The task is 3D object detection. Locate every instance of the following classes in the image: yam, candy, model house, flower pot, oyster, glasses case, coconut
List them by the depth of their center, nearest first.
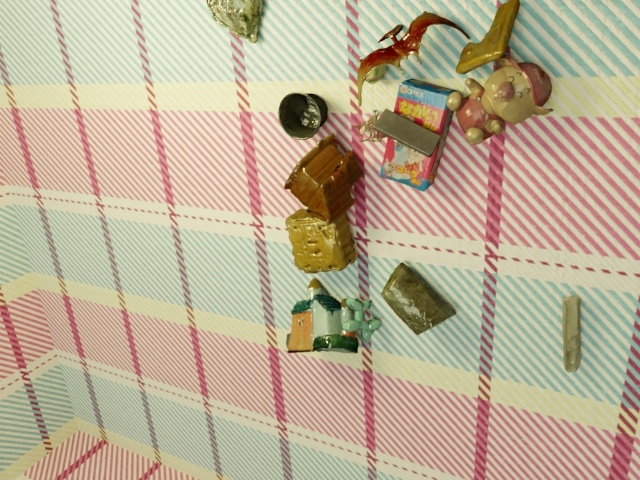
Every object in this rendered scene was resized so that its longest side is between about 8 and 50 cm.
[{"bbox_3d":[0.251,-0.310,1.592,0.191,0.042,0.072,31,82,15],"label":"glasses case"},{"bbox_3d":[0.294,-0.318,1.662,0.157,0.100,0.305,22,122,22],"label":"candy"},{"bbox_3d":[0.156,-0.515,1.664,0.083,0.082,0.081,1,108,5],"label":"coconut"},{"bbox_3d":[-0.281,-0.791,1.789,0.199,0.112,0.267,9,109,3],"label":"oyster"},{"bbox_3d":[-0.049,-0.418,1.811,0.158,0.107,0.157,11,116,22],"label":"flower pot"},{"bbox_3d":[0.025,-0.193,1.825,0.229,0.199,0.219,49,160,2],"label":"model house"},{"bbox_3d":[0.319,0.211,1.859,0.254,0.154,0.154,45,126,2],"label":"yam"},{"bbox_3d":[0.007,0.287,2.083,0.253,0.184,0.291,-12,76,44],"label":"model house"}]

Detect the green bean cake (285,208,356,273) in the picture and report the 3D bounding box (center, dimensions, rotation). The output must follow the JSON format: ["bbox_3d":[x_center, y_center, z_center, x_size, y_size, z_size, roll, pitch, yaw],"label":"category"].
[{"bbox_3d":[0.000,0.000,1.954,0.230,0.131,0.224,-2,111,32],"label":"green bean cake"}]

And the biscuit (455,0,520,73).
[{"bbox_3d":[0.446,-0.541,1.477,0.039,0.174,0.183,22,165,-24],"label":"biscuit"}]

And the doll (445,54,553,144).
[{"bbox_3d":[0.484,-0.381,1.481,0.256,0.152,0.196,-30,109,25],"label":"doll"}]

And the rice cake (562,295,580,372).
[{"bbox_3d":[0.767,0.286,1.682,0.052,0.057,0.256,2,112,31],"label":"rice cake"}]

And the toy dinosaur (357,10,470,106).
[{"bbox_3d":[0.232,-0.514,1.563,0.327,0.113,0.206,-50,44,-2],"label":"toy dinosaur"}]

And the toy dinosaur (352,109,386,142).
[{"bbox_3d":[0.163,-0.352,1.712,0.220,0.032,0.108,34,122,58],"label":"toy dinosaur"}]

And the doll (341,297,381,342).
[{"bbox_3d":[0.153,0.290,1.994,0.059,0.159,0.159,-4,80,56],"label":"doll"}]
